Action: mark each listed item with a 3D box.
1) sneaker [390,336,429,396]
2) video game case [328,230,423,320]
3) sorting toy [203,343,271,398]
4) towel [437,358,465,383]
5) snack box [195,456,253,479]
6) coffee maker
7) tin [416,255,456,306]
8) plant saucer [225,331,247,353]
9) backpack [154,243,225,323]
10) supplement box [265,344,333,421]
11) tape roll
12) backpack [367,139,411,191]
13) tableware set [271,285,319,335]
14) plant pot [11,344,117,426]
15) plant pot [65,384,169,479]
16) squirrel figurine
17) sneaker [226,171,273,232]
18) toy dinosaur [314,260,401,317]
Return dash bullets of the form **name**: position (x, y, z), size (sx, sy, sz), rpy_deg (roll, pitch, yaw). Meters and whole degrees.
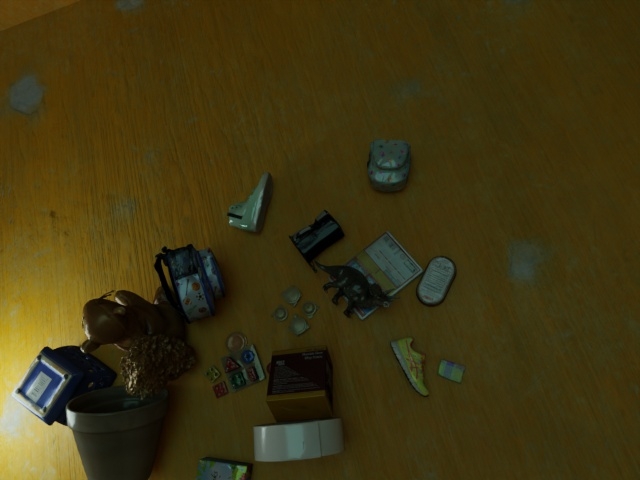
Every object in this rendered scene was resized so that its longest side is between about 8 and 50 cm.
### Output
- **sneaker**: position (0.317, 0.415, 1.559), size (0.094, 0.081, 0.208), rpy_deg (-26, 69, 0)
- **video game case**: position (0.200, 0.125, 1.705), size (0.285, 0.025, 0.204), rpy_deg (-38, 70, -3)
- **sorting toy**: position (-0.290, 0.461, 1.673), size (0.275, 0.046, 0.132), rpy_deg (-24, 75, 4)
- **towel**: position (0.438, 0.437, 1.565), size (0.083, 0.009, 0.060), rpy_deg (16, 77, 16)
- **snack box**: position (-0.329, 0.843, 1.551), size (0.175, 0.070, 0.206), rpy_deg (3, 72, 12)
- **coffee maker**: position (0.000, 0.000, 1.750), size (0.178, 0.120, 0.171), rpy_deg (-36, 93, -1)
- **tin**: position (0.408, 0.142, 1.654), size (0.106, 0.040, 0.189), rpy_deg (24, 78, 22)
- **plant saucer**: position (-0.313, 0.378, 1.729), size (0.084, 0.013, 0.083), rpy_deg (-4, 71, 10)
- **backpack**: position (-0.459, 0.163, 1.715), size (0.213, 0.276, 0.263), rpy_deg (-12, 73, -7)
- **supplement box**: position (-0.062, 0.471, 1.545), size (0.192, 0.129, 0.194), rpy_deg (-9, 39, 8)
- **tape roll**: position (-0.066, 0.616, 1.459), size (0.287, 0.286, 0.100), rpy_deg (-8, 71, 9)
- **backpack**: position (0.258, -0.284, 1.766), size (0.166, 0.144, 0.188), rpy_deg (4, 76, 7)
- **tableware set**: position (-0.094, 0.258, 1.723), size (0.169, 0.020, 0.141), rpy_deg (34, 79, 20)
- **plant pot**: position (-0.940, 0.526, 1.700), size (0.236, 0.212, 0.235), rpy_deg (27, 79, 17)
- **plant pot**: position (-0.673, 0.666, 1.574), size (0.324, 0.323, 0.280), rpy_deg (-2, 88, 10)
- **squirrel figurine**: position (-0.626, 0.334, 1.614), size (0.281, 0.370, 0.397), rpy_deg (-42, 70, -4)
- **sneaker**: position (-0.285, -0.164, 1.858), size (0.151, 0.094, 0.255), rpy_deg (10, 73, 17)
- **toy dinosaur**: position (0.111, 0.166, 1.652), size (0.314, 0.121, 0.160), rpy_deg (39, 71, 24)
